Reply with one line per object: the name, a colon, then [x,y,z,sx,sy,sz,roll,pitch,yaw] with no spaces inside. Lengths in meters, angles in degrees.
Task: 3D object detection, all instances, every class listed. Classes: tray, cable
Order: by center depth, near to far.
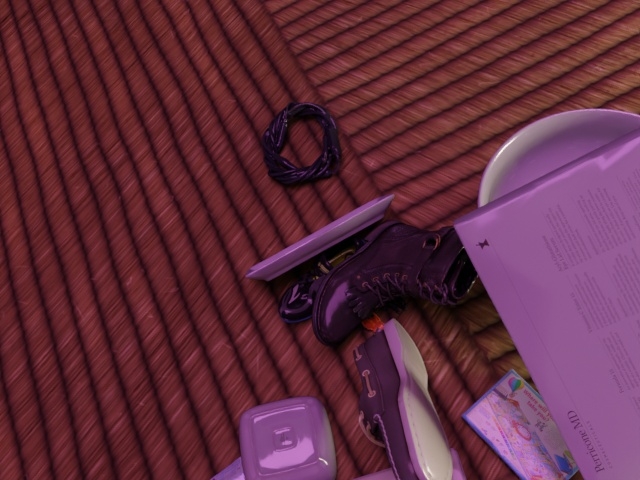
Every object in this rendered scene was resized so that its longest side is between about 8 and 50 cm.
tray: [0.000,0.000,1.052,0.270,0.145,0.030,-29,93,-3]
cable: [-0.039,-0.187,1.204,0.150,0.047,0.185,-18,63,10]

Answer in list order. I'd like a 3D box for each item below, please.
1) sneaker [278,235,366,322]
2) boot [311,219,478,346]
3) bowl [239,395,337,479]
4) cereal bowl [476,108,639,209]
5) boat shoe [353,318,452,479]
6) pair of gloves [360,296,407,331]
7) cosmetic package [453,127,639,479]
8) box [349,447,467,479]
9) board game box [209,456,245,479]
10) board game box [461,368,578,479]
sneaker: [0.000,0.058,1.040,0.188,0.078,0.067,-41,61,-8]
boot: [0.117,0.061,0.921,0.263,0.091,0.229,-53,26,-14]
bowl: [-0.051,0.298,0.929,0.142,0.053,0.142,-11,56,-3]
cereal bowl: [0.407,-0.023,0.948,0.338,0.141,0.339,-6,61,11]
boat shoe: [0.102,0.228,0.859,0.091,0.109,0.305,-33,24,14]
pair of gloves: [0.095,0.111,1.029,0.074,0.010,0.083,36,74,29]
cosmetic package: [0.374,0.081,0.767,0.284,0.097,0.377,-27,90,11]
box: [0.070,0.377,0.847,0.275,0.094,0.113,-17,61,4]
board game box: [-0.116,0.376,0.935,0.090,0.020,0.090,-35,60,-6]
board game box: [0.290,0.273,0.887,0.103,0.026,0.154,-40,61,-8]
